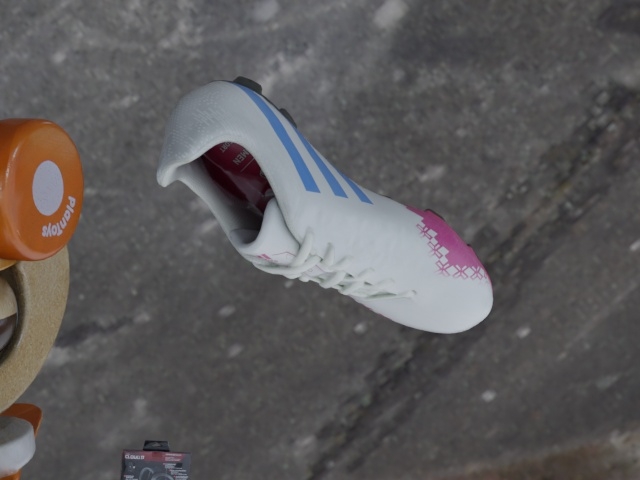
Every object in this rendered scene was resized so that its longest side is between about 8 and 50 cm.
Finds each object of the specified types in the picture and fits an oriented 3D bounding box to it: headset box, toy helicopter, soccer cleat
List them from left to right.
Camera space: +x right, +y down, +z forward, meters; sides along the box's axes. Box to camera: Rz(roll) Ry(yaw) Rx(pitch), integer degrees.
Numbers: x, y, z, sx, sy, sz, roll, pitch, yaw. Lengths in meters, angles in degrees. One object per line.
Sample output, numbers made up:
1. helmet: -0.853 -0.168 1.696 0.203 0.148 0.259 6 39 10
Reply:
1. toy helicopter: -0.243 0.101 0.745 0.355 0.140 0.235 -64 149 -43
2. headset box: -0.148 0.220 1.166 0.062 0.083 0.032 4 171 -11
3. soccer cleat: 0.000 0.000 1.117 0.116 0.331 0.143 -46 -166 37
